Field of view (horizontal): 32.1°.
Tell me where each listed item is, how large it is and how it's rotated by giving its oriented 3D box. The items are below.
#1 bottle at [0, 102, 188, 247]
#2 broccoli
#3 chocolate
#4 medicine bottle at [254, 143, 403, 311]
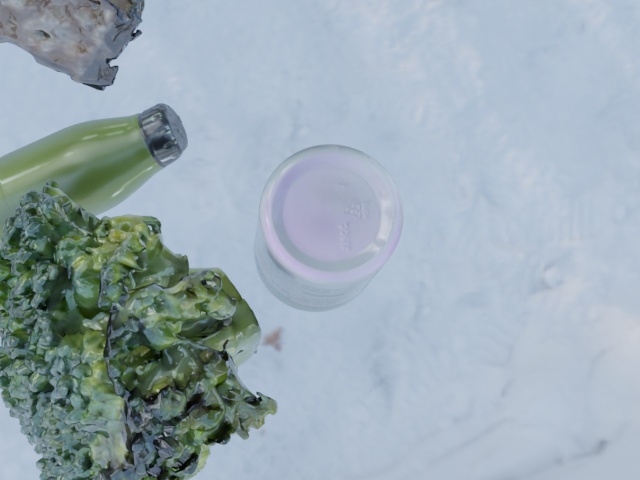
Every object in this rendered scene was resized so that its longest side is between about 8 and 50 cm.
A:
[{"bbox_3d":[-0.284,-0.083,1.325,0.260,0.112,0.112,-23,104,10],"label":"bottle"},{"bbox_3d":[-0.206,0.112,1.089,0.272,0.324,0.334,-37,63,-2],"label":"broccoli"},{"bbox_3d":[-0.263,-0.206,0.703,0.329,0.102,0.065,28,53,-20],"label":"chocolate"},{"bbox_3d":[0.000,0.000,1.113,0.134,0.274,0.133,1,80,-4],"label":"medicine bottle"}]
